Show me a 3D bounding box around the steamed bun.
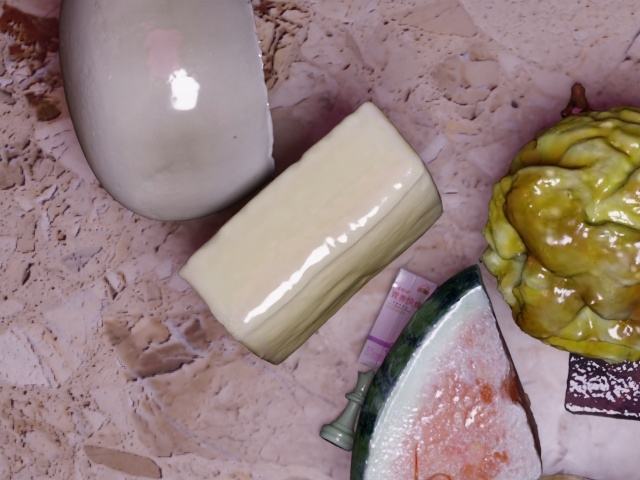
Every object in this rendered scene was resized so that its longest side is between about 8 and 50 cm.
[{"bbox_3d":[-0.171,-0.179,1.706,0.206,0.324,0.324,-12,82,-6],"label":"steamed bun"}]

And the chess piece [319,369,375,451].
[{"bbox_3d":[0.037,0.186,1.781,0.042,0.042,0.093,28,81,9],"label":"chess piece"}]

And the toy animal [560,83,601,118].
[{"bbox_3d":[0.408,-0.118,1.762,0.230,0.066,0.224,-29,77,-2],"label":"toy animal"}]

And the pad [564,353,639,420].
[{"bbox_3d":[0.443,0.101,1.760,0.330,0.004,0.220,5,84,7],"label":"pad"}]

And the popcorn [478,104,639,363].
[{"bbox_3d":[0.309,0.002,1.658,0.282,0.282,0.247,29,51,9],"label":"popcorn"}]

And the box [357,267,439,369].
[{"bbox_3d":[0.088,0.093,1.786,0.051,0.036,0.117,26,85,9],"label":"box"}]

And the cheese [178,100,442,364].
[{"bbox_3d":[0.000,0.000,1.703,0.265,0.242,0.124,-42,80,0],"label":"cheese"}]

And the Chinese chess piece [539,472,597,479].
[{"bbox_3d":[0.239,0.364,1.633,0.104,0.257,0.257,39,88,-31],"label":"Chinese chess piece"}]

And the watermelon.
[{"bbox_3d":[0.157,0.162,1.663,0.201,0.213,0.261,25,102,1],"label":"watermelon"}]
